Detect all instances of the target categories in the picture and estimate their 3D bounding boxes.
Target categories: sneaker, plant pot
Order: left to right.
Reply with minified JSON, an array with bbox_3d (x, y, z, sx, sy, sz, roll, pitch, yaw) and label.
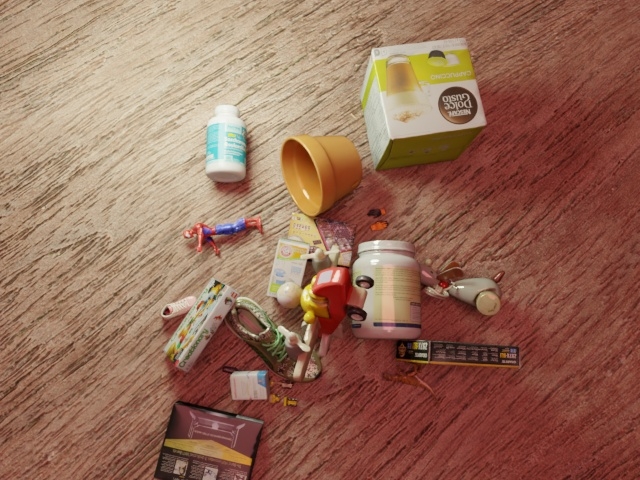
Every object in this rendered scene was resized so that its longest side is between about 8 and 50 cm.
[{"bbox_3d":[-0.496,0.235,1.857,0.134,0.070,0.050,-27,80,-10],"label":"sneaker"},{"bbox_3d":[-0.170,0.344,1.799,0.410,0.182,0.158,36,79,3],"label":"sneaker"},{"bbox_3d":[0.013,-0.253,1.897,0.204,0.291,0.290,-22,81,-24],"label":"plant pot"}]

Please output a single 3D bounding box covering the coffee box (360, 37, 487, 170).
[{"bbox_3d":[0.352,-0.475,1.918,0.338,0.338,0.333,-9,80,-5],"label":"coffee box"}]

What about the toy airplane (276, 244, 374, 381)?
[{"bbox_3d":[-0.015,0.216,1.733,0.273,0.386,0.384,20,102,-4],"label":"toy airplane"}]

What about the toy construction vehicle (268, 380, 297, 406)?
[{"bbox_3d":[-0.128,0.529,1.844,0.098,0.035,0.085,3,89,-1],"label":"toy construction vehicle"}]

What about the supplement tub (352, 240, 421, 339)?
[{"bbox_3d":[0.227,0.177,1.833,0.236,0.235,0.324,2,78,-3],"label":"supplement tub"}]

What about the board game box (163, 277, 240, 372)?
[{"bbox_3d":[-0.404,0.278,1.795,0.053,0.193,0.305,38,77,-26],"label":"board game box"}]

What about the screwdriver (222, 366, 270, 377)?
[{"bbox_3d":[-0.259,0.464,1.857,0.170,0.025,0.024,13,77,-10],"label":"screwdriver"}]

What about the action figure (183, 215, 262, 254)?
[{"bbox_3d":[-0.350,-0.006,1.902,0.281,0.091,0.138,-4,70,-5],"label":"action figure"}]

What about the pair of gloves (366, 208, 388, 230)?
[{"bbox_3d":[0.216,-0.080,1.997,0.074,0.010,0.083,-12,79,-6],"label":"pair of gloves"}]

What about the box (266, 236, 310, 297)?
[{"bbox_3d":[-0.110,0.099,1.864,0.114,0.103,0.202,13,97,-1],"label":"box"}]

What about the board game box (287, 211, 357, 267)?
[{"bbox_3d":[0.000,0.000,1.951,0.244,0.042,0.164,11,78,-1],"label":"board game box"}]

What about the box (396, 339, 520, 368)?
[{"bbox_3d":[0.449,0.378,1.769,0.322,0.257,0.079,6,80,-14],"label":"box"}]

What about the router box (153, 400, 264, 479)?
[{"bbox_3d":[-0.366,0.691,1.768,0.309,0.081,0.242,14,78,-1],"label":"router box"}]

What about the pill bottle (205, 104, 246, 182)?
[{"bbox_3d":[-0.345,-0.356,1.946,0.147,0.146,0.263,0,79,-4],"label":"pill bottle"}]

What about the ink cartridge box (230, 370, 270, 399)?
[{"bbox_3d":[-0.239,0.492,1.809,0.123,0.052,0.088,-4,96,8],"label":"ink cartridge box"}]

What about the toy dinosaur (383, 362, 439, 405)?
[{"bbox_3d":[0.330,0.488,1.874,0.212,0.064,0.112,16,91,10],"label":"toy dinosaur"}]

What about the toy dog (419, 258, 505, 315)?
[{"bbox_3d":[0.516,0.138,1.890,0.334,0.220,0.160,20,100,-9],"label":"toy dog"}]
